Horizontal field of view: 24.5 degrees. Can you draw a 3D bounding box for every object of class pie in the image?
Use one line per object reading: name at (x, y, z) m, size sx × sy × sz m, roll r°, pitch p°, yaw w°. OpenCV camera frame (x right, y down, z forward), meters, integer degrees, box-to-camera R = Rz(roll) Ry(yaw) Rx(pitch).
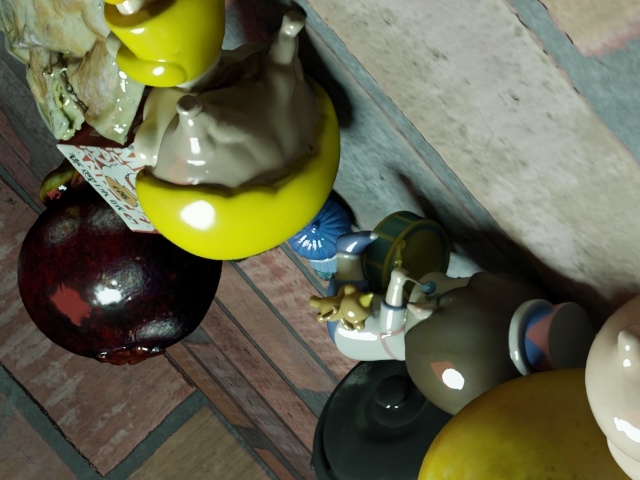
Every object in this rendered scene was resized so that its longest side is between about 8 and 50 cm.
pie at (-0.297, -0.261, 1.704) m, size 0.337 × 0.075 × 0.337 m, roll 37°, pitch 137°, yaw 43°

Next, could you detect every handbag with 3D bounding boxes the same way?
handbag at (-0.173, -0.105, 1.782) m, size 0.171 × 0.151 × 0.298 m, roll 50°, pitch 159°, yaw -24°

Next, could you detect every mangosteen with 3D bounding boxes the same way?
mangosteen at (-0.306, 0.010, 2.183) m, size 0.307 × 0.307 × 0.347 m, roll 108°, pitch 149°, yaw -73°

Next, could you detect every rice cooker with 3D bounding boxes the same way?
rice cooker at (0.126, 0.225, 1.586) m, size 0.280 × 0.241 × 0.227 m, roll -11°, pitch 134°, yaw 30°

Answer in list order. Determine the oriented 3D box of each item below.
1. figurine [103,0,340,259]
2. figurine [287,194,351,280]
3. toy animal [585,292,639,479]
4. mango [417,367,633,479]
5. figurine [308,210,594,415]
figurine at (-0.111, -0.139, 1.358) m, size 0.187 × 0.215 × 0.343 m, roll 24°, pitch 151°, yaw 50°
figurine at (0.000, 0.000, 1.679) m, size 0.086 × 0.087 × 0.149 m, roll 3°, pitch 150°, yaw 14°
toy animal at (0.265, 0.105, 1.013) m, size 0.248 × 0.165 × 0.149 m, roll 47°, pitch -163°, yaw -43°
mango at (0.265, 0.281, 1.265) m, size 0.446 × 0.300 × 0.232 m, roll 37°, pitch -159°, yaw -32°
figurine at (0.131, 0.076, 1.365) m, size 0.275 × 0.158 × 0.161 m, roll 27°, pitch 167°, yaw 38°
